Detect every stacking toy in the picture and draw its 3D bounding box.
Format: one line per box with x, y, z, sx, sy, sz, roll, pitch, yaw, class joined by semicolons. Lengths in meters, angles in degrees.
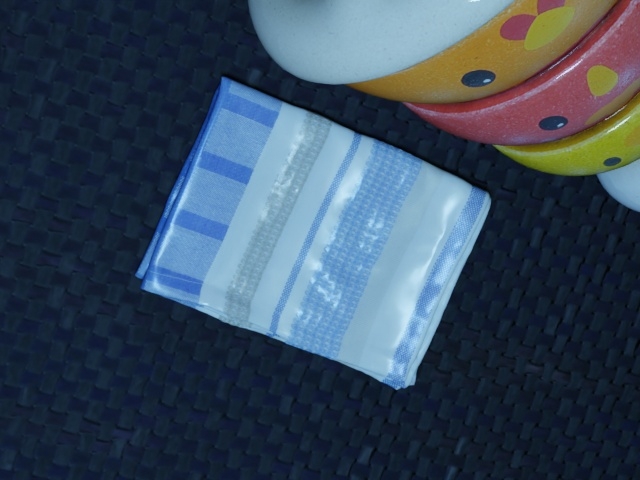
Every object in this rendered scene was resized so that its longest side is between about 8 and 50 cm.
0.208;-0.173;1.012;0.480;0.350;0.350;36;92;-36;stacking toy

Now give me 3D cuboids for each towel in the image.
0.000;0.000;1.103;0.285;0.034;0.209;23;96;-19;towel
